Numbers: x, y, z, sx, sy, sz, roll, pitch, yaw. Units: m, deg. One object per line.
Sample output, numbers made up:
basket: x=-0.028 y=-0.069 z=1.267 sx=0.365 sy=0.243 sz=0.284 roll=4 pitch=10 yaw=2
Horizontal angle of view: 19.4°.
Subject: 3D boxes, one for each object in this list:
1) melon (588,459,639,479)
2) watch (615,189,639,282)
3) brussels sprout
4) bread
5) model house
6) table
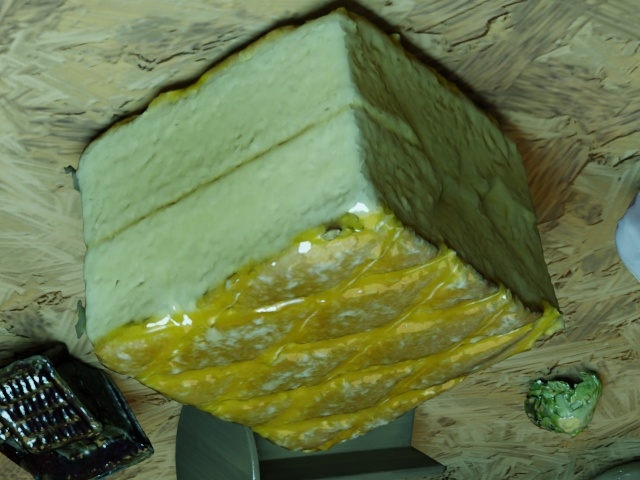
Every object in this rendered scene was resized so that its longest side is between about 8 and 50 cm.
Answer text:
melon: x=0.406 y=0.356 z=2.098 sx=0.317 sy=0.223 sz=0.223 roll=6 pitch=146 yaw=-23
watch: x=0.390 y=-0.011 z=1.530 sx=0.248 sy=0.211 sz=0.217 roll=20 pitch=131 yaw=-27
brussels sprout: x=0.247 y=0.167 z=1.904 sx=0.085 sy=0.058 sz=0.085 roll=4 pitch=138 yaw=3
bread: x=0.000 y=0.000 z=1.407 sx=0.279 sy=0.207 sz=0.279 roll=-30 pitch=143 yaw=29
model house: x=-0.262 y=0.157 z=1.691 sx=0.165 sy=0.106 sz=0.152 roll=-25 pitch=148 yaw=16
table: x=-0.006 y=0.213 z=1.831 sx=0.226 sy=0.167 sz=0.167 roll=-2 pitch=150 yaw=-30
